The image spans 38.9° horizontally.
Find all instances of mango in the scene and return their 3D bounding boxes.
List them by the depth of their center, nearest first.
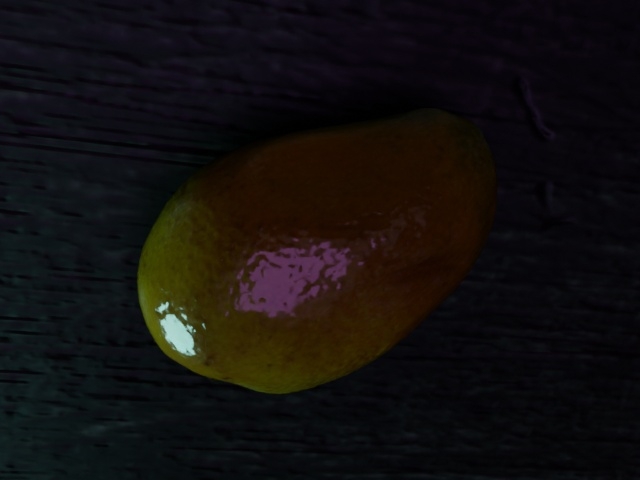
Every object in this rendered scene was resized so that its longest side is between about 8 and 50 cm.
[{"bbox_3d":[0.000,0.007,0.407,0.165,0.089,0.115,-14,111,-9],"label":"mango"}]
